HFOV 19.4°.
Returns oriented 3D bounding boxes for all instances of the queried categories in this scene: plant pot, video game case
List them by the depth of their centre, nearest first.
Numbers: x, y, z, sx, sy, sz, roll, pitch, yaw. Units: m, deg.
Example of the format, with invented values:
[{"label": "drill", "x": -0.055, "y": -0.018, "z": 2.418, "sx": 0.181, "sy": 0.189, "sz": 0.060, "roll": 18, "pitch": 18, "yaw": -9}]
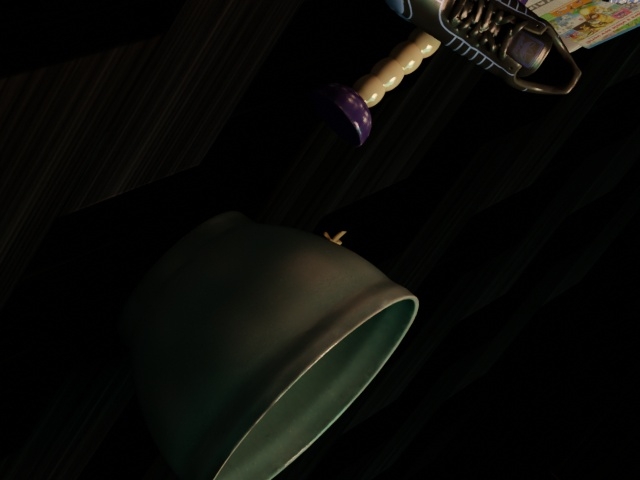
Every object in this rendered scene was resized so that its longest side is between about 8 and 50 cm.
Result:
[{"label": "plant pot", "x": -0.074, "y": 0.095, "z": 1.842, "sx": 0.293, "sy": 0.196, "sz": 0.293, "roll": -42, "pitch": 166, "yaw": -13}, {"label": "video game case", "x": 0.261, "y": -0.250, "z": 1.931, "sx": 0.166, "sy": 0.015, "sz": 0.119, "roll": 20, "pitch": 152, "yaw": -35}]

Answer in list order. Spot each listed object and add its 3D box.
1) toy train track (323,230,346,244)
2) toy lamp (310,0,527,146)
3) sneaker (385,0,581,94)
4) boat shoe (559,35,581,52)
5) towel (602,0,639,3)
[{"label": "toy train track", "x": 0.000, "y": 0.000, "z": 2.166, "sx": 0.048, "sy": 0.014, "sz": 0.083, "roll": -43, "pitch": 162, "yaw": 19}, {"label": "toy lamp", "x": 0.114, "y": -0.202, "z": 1.806, "sx": 0.274, "sy": 0.080, "sz": 0.080, "roll": -42, "pitch": 165, "yaw": -13}, {"label": "sneaker", "x": 0.153, "y": -0.201, "z": 1.720, "sx": 0.232, "sy": 0.090, "sz": 0.081, "roll": 24, "pitch": 98, "yaw": -44}, {"label": "boat shoe", "x": 0.352, "y": -0.312, "z": 2.117, "sx": 0.306, "sy": 0.113, "sz": 0.105, "roll": -45, "pitch": 172, "yaw": 8}, {"label": "towel", "x": 0.370, "y": -0.341, "z": 1.809, "sx": 0.336, "sy": 0.040, "sz": 0.243, "roll": -9, "pitch": 115, "yaw": -55}]
